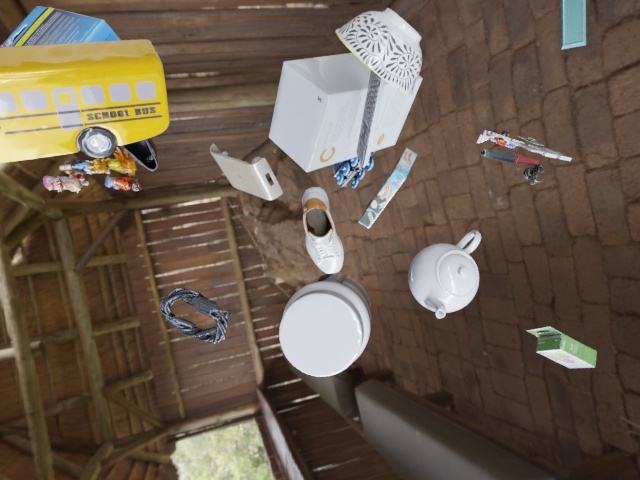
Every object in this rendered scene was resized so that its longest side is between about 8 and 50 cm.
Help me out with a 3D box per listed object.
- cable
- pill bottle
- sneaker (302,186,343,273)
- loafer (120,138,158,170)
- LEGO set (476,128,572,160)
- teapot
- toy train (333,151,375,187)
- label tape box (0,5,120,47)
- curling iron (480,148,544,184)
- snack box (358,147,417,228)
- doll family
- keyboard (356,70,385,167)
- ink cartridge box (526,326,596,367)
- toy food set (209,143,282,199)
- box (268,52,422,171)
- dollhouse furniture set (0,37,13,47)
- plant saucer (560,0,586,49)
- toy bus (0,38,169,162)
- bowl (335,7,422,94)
[{"bbox_3d":[-0.321,0.192,1.173,0.047,0.185,0.150,-68,-5,-50],"label":"cable"},{"bbox_3d":[0.015,0.152,0.875,0.283,0.161,0.161,-4,-95,-83],"label":"pill bottle"},{"bbox_3d":[0.000,0.000,1.325,0.123,0.106,0.290,-90,-15,-56],"label":"sneaker"},{"bbox_3d":[-0.563,-0.324,1.347,0.095,0.109,0.302,50,171,33],"label":"loafer"},{"bbox_3d":[0.614,-0.290,1.423,0.244,0.183,0.060,52,132,50],"label":"LEGO set"},{"bbox_3d":[0.429,0.112,1.520,0.187,0.253,0.255,137,121,-69],"label":"teapot"},{"bbox_3d":[0.104,-0.245,1.459,0.184,0.080,0.105,131,143,-52],"label":"toy train"},{"bbox_3d":[-0.764,-0.529,1.326,0.348,0.249,0.115,23,165,29],"label":"label tape box"},{"bbox_3d":[0.521,-0.207,1.231,0.035,0.274,0.068,-13,72,51],"label":"curling iron"},{"bbox_3d":[0.277,-0.213,1.913,0.322,0.060,0.187,-57,1,46],"label":"snack box"},{"bbox_3d":[-0.587,-0.189,1.217,0.163,0.263,0.118,8,101,36],"label":"doll family"},{"bbox_3d":[0.105,-0.280,0.952,0.072,0.014,0.255,-113,25,-49],"label":"keyboard"},{"bbox_3d":[0.831,0.374,1.597,0.062,0.209,0.109,-68,12,-24],"label":"ink cartridge box"},{"bbox_3d":[-0.322,-0.307,2.001,0.306,0.092,0.219,22,155,32],"label":"toy food set"},{"bbox_3d":[0.065,-0.345,1.198,0.168,0.345,0.215,45,138,25],"label":"box"},{"bbox_3d":[-0.502,-0.282,0.697,0.114,0.081,0.090,15,125,55],"label":"dollhouse furniture set"},{"bbox_3d":[0.749,-0.673,1.365,0.067,0.018,0.191,0,97,29],"label":"plant saucer"},{"bbox_3d":[-0.385,-0.183,0.620,0.108,0.333,0.130,57,151,38],"label":"toy bus"},{"bbox_3d":[0.115,-0.331,0.771,0.080,0.170,0.170,-48,45,27],"label":"bowl"}]
